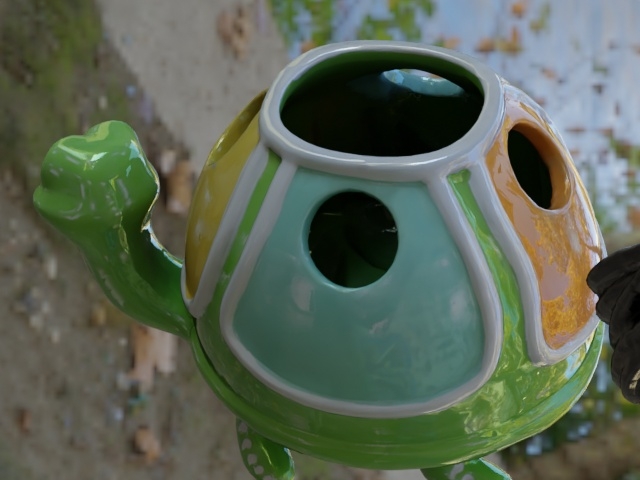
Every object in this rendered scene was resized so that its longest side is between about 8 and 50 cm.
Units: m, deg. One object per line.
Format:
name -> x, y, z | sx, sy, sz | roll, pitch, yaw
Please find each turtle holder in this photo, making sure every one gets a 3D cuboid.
turtle holder -> 0.017, -0.008, 1.091 | 0.243, 0.320, 0.227 | -40, 142, -31

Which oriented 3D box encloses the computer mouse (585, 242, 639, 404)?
computer mouse -> 0.187, 0.019, 0.385 | 0.184, 0.262, 0.060 | 112, -23, -75
